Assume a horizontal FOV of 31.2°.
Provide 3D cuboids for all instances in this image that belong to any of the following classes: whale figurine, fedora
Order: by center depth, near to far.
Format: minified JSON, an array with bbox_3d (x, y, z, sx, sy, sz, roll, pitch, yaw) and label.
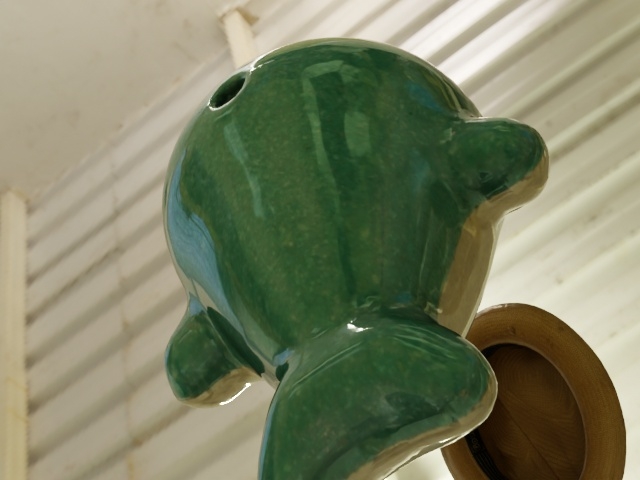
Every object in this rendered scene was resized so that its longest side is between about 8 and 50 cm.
[{"bbox_3d":[0.000,0.000,0.526,0.216,0.141,0.272,-33,-155,16],"label":"whale figurine"},{"bbox_3d":[0.183,0.145,0.945,0.194,0.079,0.194,1,-88,45],"label":"fedora"}]
